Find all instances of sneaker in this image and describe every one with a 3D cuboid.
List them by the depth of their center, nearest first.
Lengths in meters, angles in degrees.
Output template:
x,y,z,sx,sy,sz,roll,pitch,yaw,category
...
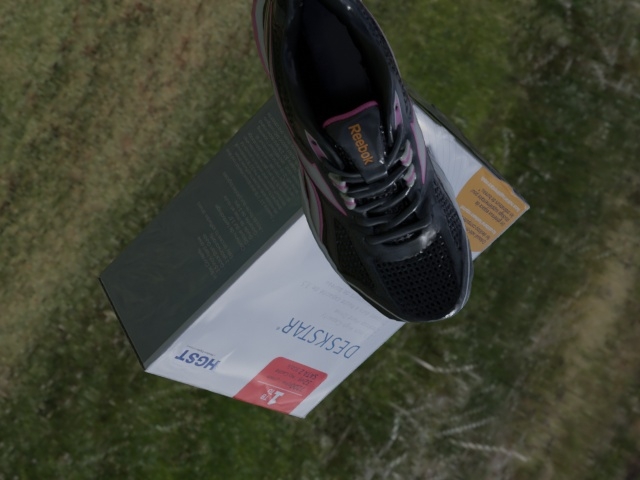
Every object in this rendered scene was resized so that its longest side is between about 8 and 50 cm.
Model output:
x,y,z,sx,sy,sz,roll,pitch,yaw,category
0.015,-0.039,0.433,0.072,0.178,0.077,-28,-170,3,sneaker

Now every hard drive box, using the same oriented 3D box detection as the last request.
x,y,z,sx,sy,sz,roll,pitch,yaw,category
0.000,0.000,0.664,0.232,0.089,0.181,-45,143,13,hard drive box
